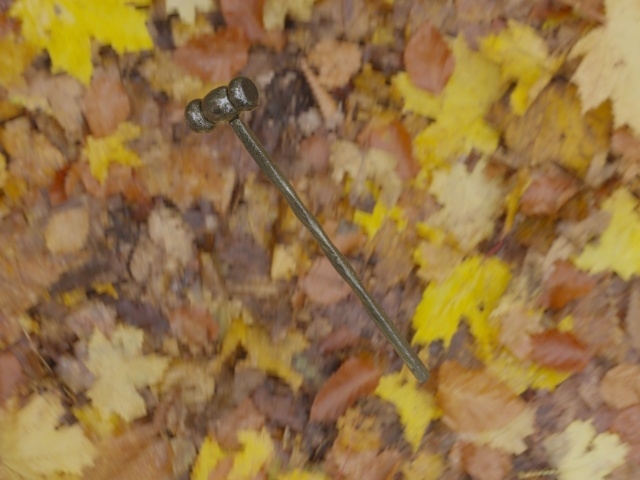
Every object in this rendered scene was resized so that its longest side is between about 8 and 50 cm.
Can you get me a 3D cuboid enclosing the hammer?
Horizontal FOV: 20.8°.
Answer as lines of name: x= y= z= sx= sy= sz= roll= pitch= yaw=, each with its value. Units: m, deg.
hammer: x=0.000 y=0.000 z=1.356 sx=0.292 sy=0.058 sz=0.029 roll=54 pitch=36 yaw=-16
